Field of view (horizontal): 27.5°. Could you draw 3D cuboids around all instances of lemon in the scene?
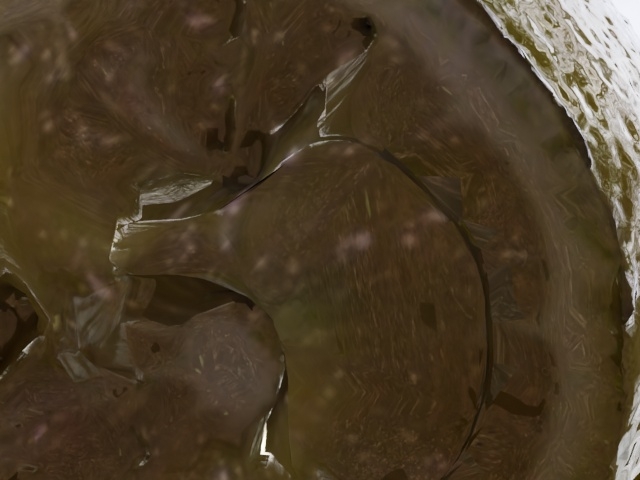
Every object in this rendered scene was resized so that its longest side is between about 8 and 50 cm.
[{"bbox_3d":[0.000,0.000,0.585,0.364,0.364,0.364,-3,-59,-4],"label":"lemon"}]
